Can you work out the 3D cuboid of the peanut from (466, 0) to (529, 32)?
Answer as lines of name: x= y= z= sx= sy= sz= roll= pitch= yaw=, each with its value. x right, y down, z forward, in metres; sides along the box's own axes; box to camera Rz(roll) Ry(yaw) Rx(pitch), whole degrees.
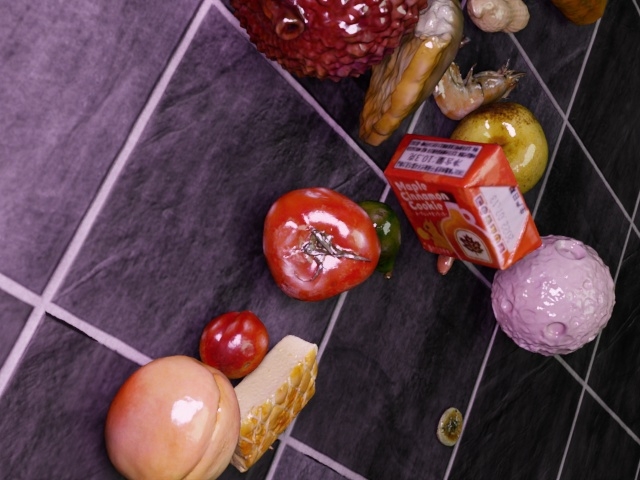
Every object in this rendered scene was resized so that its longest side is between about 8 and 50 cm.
peanut: x=0.362 y=-0.469 z=1.674 sx=0.187 sy=0.082 sz=0.082 roll=-13 pitch=102 yaw=-45

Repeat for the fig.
fig: x=0.090 y=0.003 z=1.406 sx=0.117 sy=0.117 sz=0.177 roll=-64 pitch=149 yaw=-21

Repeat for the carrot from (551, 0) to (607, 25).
carrot: x=0.554 y=-0.591 z=1.845 sx=0.302 sy=0.114 sz=0.114 roll=22 pitch=77 yaw=-45

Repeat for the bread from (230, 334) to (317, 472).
bread: x=-0.078 y=0.243 z=1.238 sx=0.188 sy=0.068 sz=0.125 roll=-43 pitch=149 yaw=-37

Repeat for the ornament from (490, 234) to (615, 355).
ornament: x=0.493 y=0.107 z=1.726 sx=0.259 sy=0.259 sz=0.225 roll=-33 pitch=144 yaw=-41

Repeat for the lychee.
lychee: x=0.012 y=-0.378 z=1.144 sx=0.330 sy=0.306 sz=0.306 roll=-51 pitch=128 yaw=-40

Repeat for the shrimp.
shrimp: x=0.317 y=-0.350 z=1.654 sx=0.296 sy=0.058 sz=0.169 roll=-27 pitch=110 yaw=-38

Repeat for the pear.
pear: x=0.348 y=-0.170 z=1.602 sx=0.197 sy=0.197 sz=0.197 roll=-5 pitch=97 yaw=-47

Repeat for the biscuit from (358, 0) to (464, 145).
biscuit: x=0.146 y=-0.318 z=1.307 sx=0.078 sy=0.329 sz=0.335 roll=18 pitch=70 yaw=-12

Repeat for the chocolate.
chocolate: x=0.249 y=-0.068 z=1.475 sx=0.108 sy=0.237 sz=0.234 roll=-44 pitch=124 yaw=-20

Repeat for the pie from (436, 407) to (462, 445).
pie: x=0.268 y=0.384 z=1.682 sx=0.084 sy=0.021 sz=0.084 roll=-6 pitch=98 yaw=-47

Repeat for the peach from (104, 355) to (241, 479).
peach: x=-0.190 y=0.239 z=1.073 sx=0.184 sy=0.184 sz=0.184 roll=-5 pitch=97 yaw=-47

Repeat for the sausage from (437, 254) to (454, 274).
sausage: x=0.269 y=-0.004 z=1.640 sx=0.042 sy=0.036 sz=0.157 roll=45 pitch=62 yaw=-50

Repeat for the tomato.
tomato: x=0.000 y=0.000 z=1.261 sx=0.151 sy=0.187 sz=0.187 roll=-67 pitch=153 yaw=-79

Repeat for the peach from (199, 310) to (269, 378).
peach: x=-0.126 y=0.154 z=1.185 sx=0.101 sy=0.101 sz=0.100 roll=-5 pitch=97 yaw=-47
